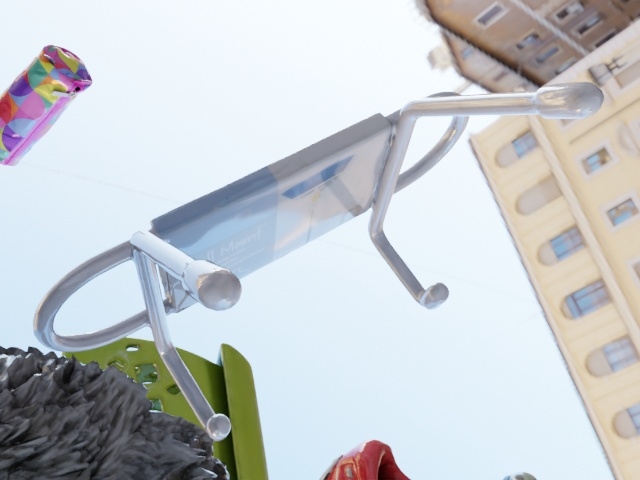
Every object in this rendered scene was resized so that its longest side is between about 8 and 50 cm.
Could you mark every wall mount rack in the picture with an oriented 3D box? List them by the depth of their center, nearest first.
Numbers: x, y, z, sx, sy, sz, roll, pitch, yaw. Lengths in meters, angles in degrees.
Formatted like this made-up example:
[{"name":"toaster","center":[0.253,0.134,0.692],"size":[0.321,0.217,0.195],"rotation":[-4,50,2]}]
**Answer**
[{"name":"wall mount rack","center":[0.000,0.000,0.500],"size":[0.350,0.304,0.130],"rotation":[-29,-111,-19]}]

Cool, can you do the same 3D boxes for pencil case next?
[{"name":"pencil case","center":[-0.486,-0.224,1.344],"size":[0.104,0.236,0.104],"rotation":[42,-158,-22]}]

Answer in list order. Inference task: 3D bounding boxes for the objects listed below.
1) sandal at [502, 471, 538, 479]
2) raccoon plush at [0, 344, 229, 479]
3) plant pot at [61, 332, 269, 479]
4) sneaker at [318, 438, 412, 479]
[{"name":"sandal","center":[0.236,0.384,0.797],"size":[0.120,0.086,0.302],"rotation":[164,101,-83]},{"name":"raccoon plush","center":[-0.243,0.191,0.370],"size":[0.446,0.216,0.299],"rotation":[30,-142,-11]},{"name":"plant pot","center":[-0.174,0.246,0.883],"size":[0.207,0.227,0.228],"rotation":[-1,-127,-15]},{"name":"sneaker","center":[0.109,0.252,0.577],"size":[0.279,0.118,0.107],"rotation":[35,-162,20]}]
